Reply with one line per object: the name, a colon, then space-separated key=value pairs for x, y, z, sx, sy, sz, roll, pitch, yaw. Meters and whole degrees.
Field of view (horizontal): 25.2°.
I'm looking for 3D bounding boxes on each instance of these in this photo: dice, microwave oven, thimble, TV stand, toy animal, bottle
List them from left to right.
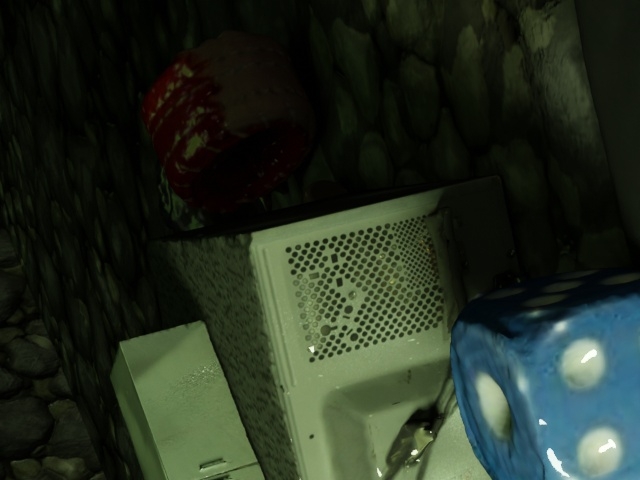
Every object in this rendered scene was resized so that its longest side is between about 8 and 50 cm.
TV stand: x=-0.096 y=0.209 z=1.201 sx=0.088 sy=0.083 sz=0.269 roll=117 pitch=134 yaw=-62
toy animal: x=-0.131 y=-0.071 z=1.713 sx=0.185 sy=0.122 sz=0.298 roll=151 pitch=105 yaw=-68
thimble: x=-0.098 y=-0.128 z=1.533 sx=0.125 sy=0.163 sz=0.189 roll=65 pitch=147 yaw=23
bottle: x=0.000 y=0.000 z=1.520 sx=0.140 sy=0.053 sz=0.053 roll=100 pitch=149 yaw=-45
microwave oven: x=0.039 y=0.180 z=1.282 sx=0.374 sy=0.236 sz=0.432 roll=-4 pitch=99 yaw=68
dice: x=0.181 y=0.101 z=0.997 sx=0.143 sy=0.146 sz=0.146 roll=-169 pitch=66 yaw=-69

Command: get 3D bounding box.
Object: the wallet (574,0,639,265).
wallet: x=0.250 y=-0.105 z=0.849 sx=0.323 sy=0.041 sz=0.247 roll=175 pitch=83 yaw=-71
